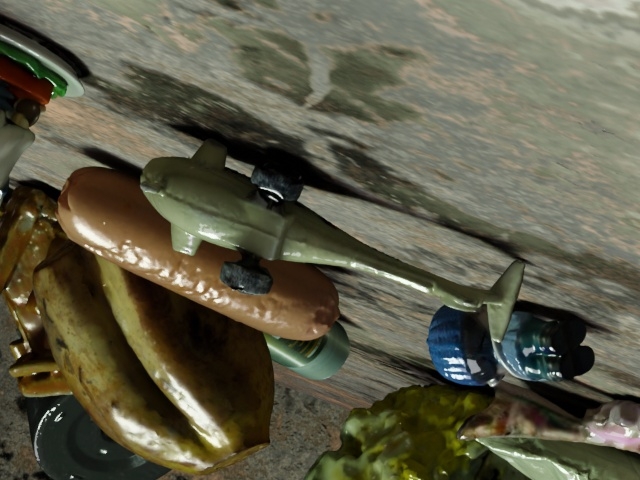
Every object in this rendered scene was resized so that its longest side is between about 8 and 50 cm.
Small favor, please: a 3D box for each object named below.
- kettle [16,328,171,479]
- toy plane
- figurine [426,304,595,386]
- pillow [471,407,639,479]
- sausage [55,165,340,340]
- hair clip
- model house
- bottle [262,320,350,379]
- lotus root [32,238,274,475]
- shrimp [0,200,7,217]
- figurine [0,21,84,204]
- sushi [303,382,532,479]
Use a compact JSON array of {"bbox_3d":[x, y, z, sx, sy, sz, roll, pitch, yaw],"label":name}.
[{"bbox_3d":[-0.255,0.149,1.973,0.290,0.268,0.207,-113,12,-50],"label":"kettle"},{"bbox_3d":[0.000,0.000,1.085,0.286,0.092,0.108,21,-168,16],"label":"toy plane"},{"bbox_3d":[0.154,0.089,1.246,0.149,0.087,0.086,7,125,56],"label":"figurine"},{"bbox_3d":[0.325,0.260,1.693,0.274,0.076,0.281,21,-176,25],"label":"pillow"},{"bbox_3d":[-0.111,0.014,1.406,0.289,0.086,0.086,25,171,-20],"label":"sausage"},{"bbox_3d":[0.290,0.194,1.517,0.300,0.069,0.173,10,174,6],"label":"hair clip"},{"bbox_3d":[-0.295,0.047,1.733,0.199,0.220,0.229,-141,27,-78],"label":"model house"},{"bbox_3d":[-0.055,0.088,1.709,0.082,0.082,0.286,18,170,29],"label":"bottle"},{"bbox_3d":[-0.163,0.106,1.501,0.291,0.193,0.193,56,167,-4],"label":"lotus root"},{"bbox_3d":[-0.398,-0.023,1.977,0.154,0.062,0.294,27,173,8],"label":"shrimp"},{"bbox_3d":[-0.248,-0.071,1.030,0.132,0.153,0.132,22,170,4],"label":"figurine"},{"bbox_3d":[0.151,0.382,1.938,0.351,0.396,0.240,38,164,-32],"label":"sushi"}]
